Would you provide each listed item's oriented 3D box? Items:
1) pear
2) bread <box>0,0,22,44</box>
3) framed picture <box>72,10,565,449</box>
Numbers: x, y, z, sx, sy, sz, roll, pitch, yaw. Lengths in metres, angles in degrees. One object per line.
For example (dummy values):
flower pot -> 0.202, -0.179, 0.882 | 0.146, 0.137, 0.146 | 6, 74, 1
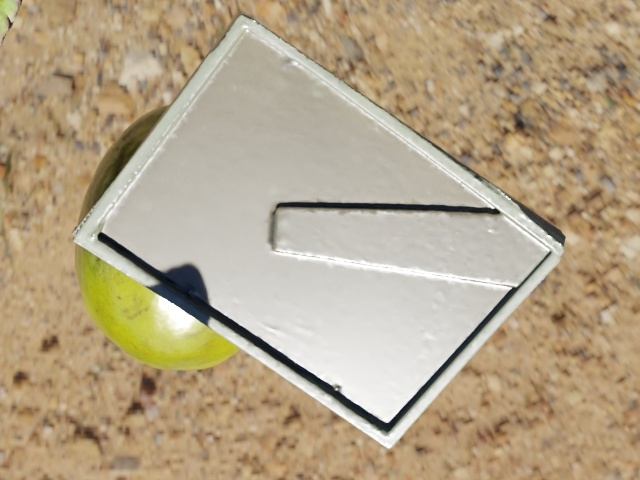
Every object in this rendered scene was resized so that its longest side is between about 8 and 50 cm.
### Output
pear -> -0.159, 0.001, 1.840 | 0.253, 0.253, 0.307 | 10, 115, -11
bread -> -0.264, -0.170, 0.820 | 0.228, 0.033, 0.228 | 2, 85, -29
framed picture -> 0.000, 0.000, 0.992 | 0.260, 0.023, 0.189 | 34, 108, -14
